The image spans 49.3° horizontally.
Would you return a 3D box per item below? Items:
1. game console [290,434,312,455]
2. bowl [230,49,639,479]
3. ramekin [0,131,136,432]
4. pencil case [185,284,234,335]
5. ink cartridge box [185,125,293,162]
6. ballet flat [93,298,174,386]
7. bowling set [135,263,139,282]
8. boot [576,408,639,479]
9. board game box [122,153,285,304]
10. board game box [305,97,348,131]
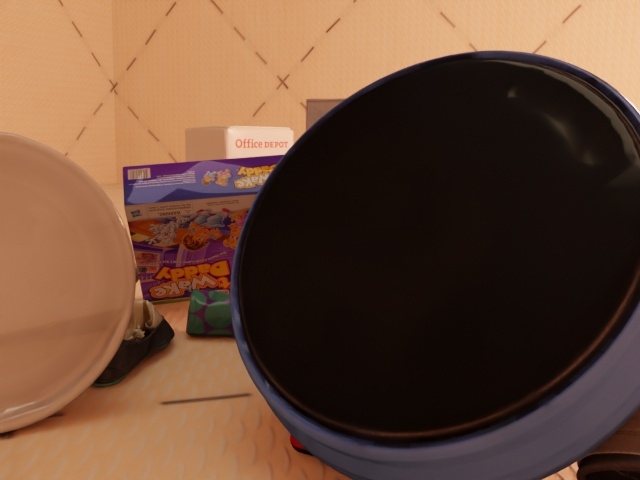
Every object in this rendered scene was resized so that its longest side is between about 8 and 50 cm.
[{"bbox_3d":[0.066,0.172,0.623,0.144,0.085,0.124,5,41,28],"label":"game console"},{"bbox_3d":[0.093,0.003,0.579,0.391,0.391,0.077,7,-26,36],"label":"bowl"},{"bbox_3d":[-0.323,0.041,0.669,0.272,0.273,0.127,-3,-4,-26],"label":"ramekin"},{"bbox_3d":[-0.105,0.095,0.939,0.151,0.064,0.070,1,27,-2],"label":"pencil case"},{"bbox_3d":[-0.159,-0.086,1.400,0.117,0.283,0.207,7,10,35],"label":"ink cartridge box"},{"bbox_3d":[-0.222,0.108,0.828,0.074,0.074,0.203,2,8,6],"label":"ballet flat"},{"bbox_3d":[-0.445,0.039,1.083,0.287,0.200,0.154,43,15,-3],"label":"bowling set"},{"bbox_3d":[0.216,0.094,0.553,0.338,0.118,0.223,3,45,22],"label":"boot"},{"bbox_3d":[-0.105,-0.017,1.054,0.347,0.233,0.078,-6,51,-10],"label":"board game box"},{"bbox_3d":[0.113,-0.014,0.843,0.318,0.319,0.066,9,11,41],"label":"board game box"}]
